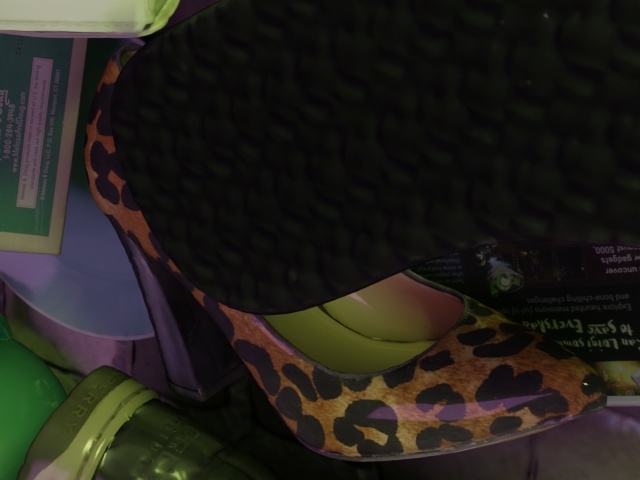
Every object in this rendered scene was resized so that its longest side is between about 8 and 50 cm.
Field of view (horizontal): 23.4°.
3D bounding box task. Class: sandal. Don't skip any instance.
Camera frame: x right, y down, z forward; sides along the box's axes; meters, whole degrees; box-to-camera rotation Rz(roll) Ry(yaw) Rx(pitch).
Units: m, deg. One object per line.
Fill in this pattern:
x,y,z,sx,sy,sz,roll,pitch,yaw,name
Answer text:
0.086,-0.075,0.533,0.446,0.107,0.167,-9,108,49,sandal

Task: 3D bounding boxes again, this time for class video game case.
0.101,-0.003,0.723,0.190,0.022,0.173,-4,109,30,video game case

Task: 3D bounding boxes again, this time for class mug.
-0.198,0.108,0.894,0.129,0.097,0.158,46,125,5,mug

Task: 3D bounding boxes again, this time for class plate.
-0.123,-0.035,0.833,0.188,0.024,0.188,12,117,24,plate

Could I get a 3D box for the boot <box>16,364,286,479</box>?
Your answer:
-0.023,0.261,0.839,0.284,0.138,0.377,18,125,16,boot

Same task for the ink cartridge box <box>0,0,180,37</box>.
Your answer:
-0.097,-0.203,0.595,0.092,0.158,0.218,0,115,6,ink cartridge box

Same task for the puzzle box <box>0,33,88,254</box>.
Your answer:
-0.231,-0.194,0.697,0.272,0.052,0.409,6,113,-13,puzzle box

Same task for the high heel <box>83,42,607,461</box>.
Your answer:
0.000,0.000,0.704,0.261,0.093,0.186,5,120,37,high heel
